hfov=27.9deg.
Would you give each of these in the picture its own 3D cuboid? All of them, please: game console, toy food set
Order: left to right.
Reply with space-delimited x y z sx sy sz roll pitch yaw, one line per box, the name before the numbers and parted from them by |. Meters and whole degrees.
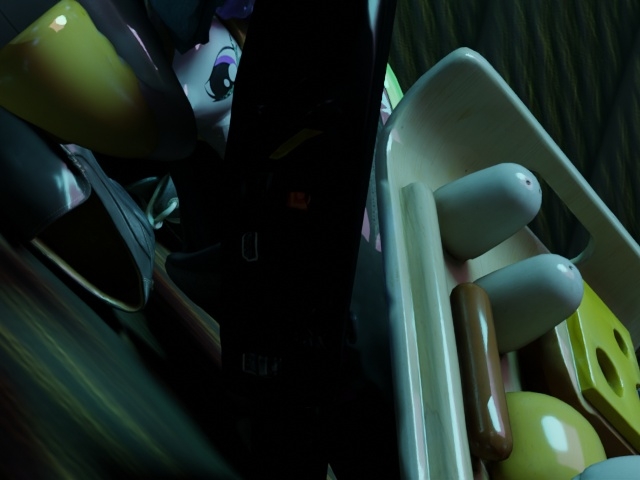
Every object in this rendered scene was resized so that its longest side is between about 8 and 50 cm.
toy food set | -0.024 0.119 0.785 0.078 0.019 0.122 46 3 -26
game console | 0.000 0.000 0.507 0.361 0.044 0.213 95 4 -51
toy food set | 0.127 0.080 0.546 0.220 0.092 0.306 43 29 -34

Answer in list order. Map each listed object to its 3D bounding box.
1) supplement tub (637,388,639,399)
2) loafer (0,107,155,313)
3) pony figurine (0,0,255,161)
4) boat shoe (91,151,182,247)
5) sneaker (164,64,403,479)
supplement tub | 0.164 0.189 0.866 0.106 0.198 0.106 48 3 -4
loafer | -0.140 -0.027 0.663 0.170 0.062 0.061 44 9 -36
pony figurine | -0.145 -0.144 0.486 0.351 0.303 0.363 58 16 0
boat shoe | -0.140 -0.057 1.030 0.319 0.116 0.099 54 42 -31
sneaker | 0.016 0.058 0.738 0.202 0.185 0.483 4 48 -53
